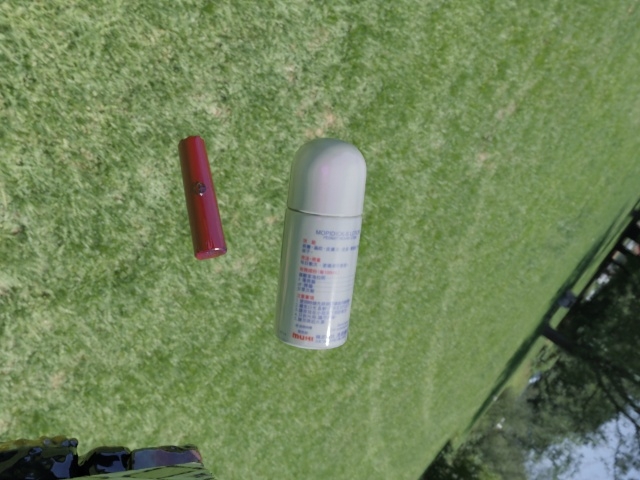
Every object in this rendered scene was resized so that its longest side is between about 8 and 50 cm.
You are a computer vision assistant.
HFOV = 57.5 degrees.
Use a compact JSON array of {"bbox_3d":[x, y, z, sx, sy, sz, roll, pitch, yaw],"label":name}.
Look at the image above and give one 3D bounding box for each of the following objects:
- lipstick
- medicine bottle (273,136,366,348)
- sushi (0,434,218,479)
[{"bbox_3d":[-0.265,-0.095,1.292,0.073,0.279,0.073,-13,163,-4],"label":"lipstick"},{"bbox_3d":[0.000,0.000,0.972,0.130,0.130,0.340,-12,112,-58],"label":"medicine bottle"},{"bbox_3d":[-0.254,0.239,0.604,0.293,0.059,0.294,-6,153,-5],"label":"sushi"}]
